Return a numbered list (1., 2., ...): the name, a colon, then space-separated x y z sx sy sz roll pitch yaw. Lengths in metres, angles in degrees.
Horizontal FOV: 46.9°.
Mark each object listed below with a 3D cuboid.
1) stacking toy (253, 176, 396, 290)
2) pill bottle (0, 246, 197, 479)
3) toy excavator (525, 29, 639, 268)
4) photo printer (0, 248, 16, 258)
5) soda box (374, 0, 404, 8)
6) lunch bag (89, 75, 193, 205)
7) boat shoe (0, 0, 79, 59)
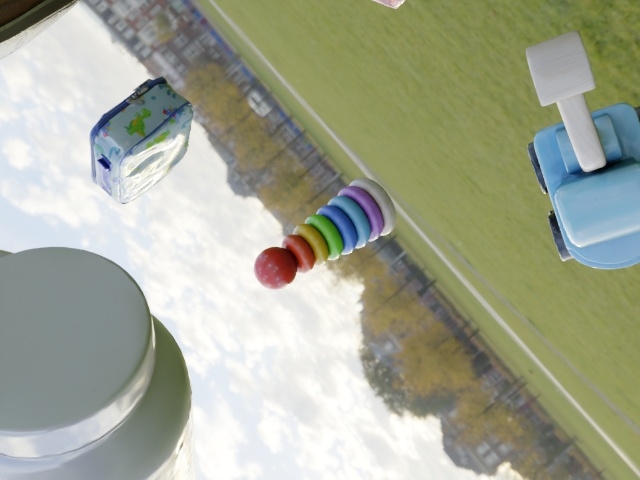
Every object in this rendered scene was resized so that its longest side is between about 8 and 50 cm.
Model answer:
1. stacking toy: 0.000 0.000 1.554 0.141 0.330 0.141 42 152 29
2. pill bottle: -0.197 0.161 0.601 0.188 0.188 0.334 51 152 28
3. toy excavator: 0.466 -0.135 1.247 0.433 0.222 0.445 70 -160 -8
4. photo printer: -0.516 0.111 0.926 0.307 0.256 0.107 15 160 1
5. soda box: 0.126 -0.402 0.952 0.083 0.092 0.263 11 170 -20
6. lunch bag: -0.303 -0.160 1.233 0.090 0.176 0.219 42 156 4
7. boat shoe: -0.362 -0.231 0.750 0.110 0.307 0.104 -19 115 47
